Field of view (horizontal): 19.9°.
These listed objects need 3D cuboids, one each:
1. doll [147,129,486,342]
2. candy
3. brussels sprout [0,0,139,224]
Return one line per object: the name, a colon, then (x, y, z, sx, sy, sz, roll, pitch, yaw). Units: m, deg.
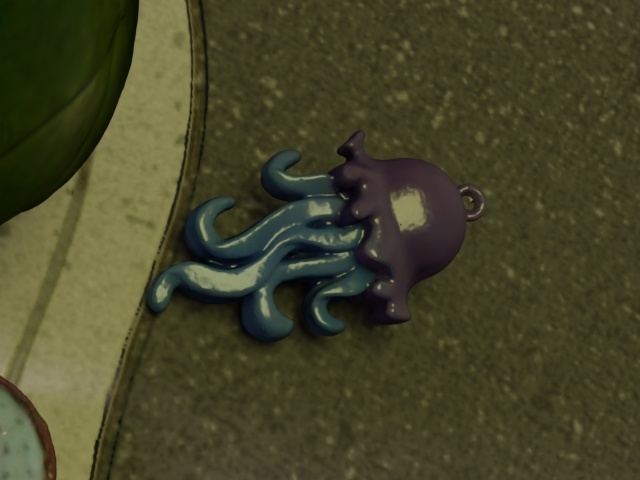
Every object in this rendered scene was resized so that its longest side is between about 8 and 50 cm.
doll: (0.000, 0.000, 0.995, 0.205, 0.067, 0.110, -13, 88, -22)
candy: (-0.175, 0.107, 0.856, 0.103, 0.043, 0.103, 13, 59, -22)
brussels sprout: (-0.227, -0.144, 0.802, 0.275, 0.315, 0.371, -16, 36, -8)
